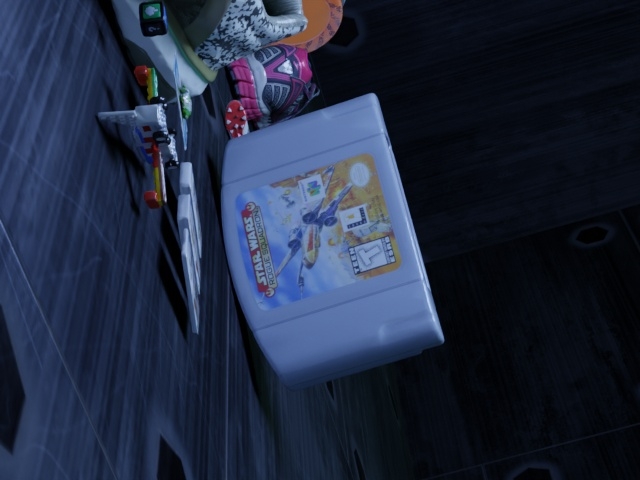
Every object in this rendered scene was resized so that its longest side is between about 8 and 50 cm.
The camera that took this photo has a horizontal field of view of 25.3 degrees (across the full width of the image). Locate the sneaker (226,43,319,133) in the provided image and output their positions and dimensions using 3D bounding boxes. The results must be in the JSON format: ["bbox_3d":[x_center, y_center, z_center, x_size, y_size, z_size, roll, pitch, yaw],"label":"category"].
[{"bbox_3d":[-0.056,-0.218,2.063,0.299,0.112,0.120,-41,115,-85],"label":"sneaker"}]

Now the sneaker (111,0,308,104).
[{"bbox_3d":[-0.114,-0.280,1.194,0.410,0.182,0.158,64,12,-62],"label":"sneaker"}]

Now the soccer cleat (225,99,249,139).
[{"bbox_3d":[-0.102,-0.135,1.787,0.035,0.029,0.083,-123,-161,-77],"label":"soccer cleat"}]

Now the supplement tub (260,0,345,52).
[{"bbox_3d":[-0.064,-0.442,2.206,0.193,0.194,0.316,69,8,-47],"label":"supplement tub"}]

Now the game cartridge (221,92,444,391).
[{"bbox_3d":[0.000,0.000,1.496,0.062,0.198,0.297,65,9,-63],"label":"game cartridge"}]

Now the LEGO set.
[{"bbox_3d":[-0.136,-0.067,1.188,0.182,0.060,0.244,-97,-178,-61],"label":"LEGO set"}]
